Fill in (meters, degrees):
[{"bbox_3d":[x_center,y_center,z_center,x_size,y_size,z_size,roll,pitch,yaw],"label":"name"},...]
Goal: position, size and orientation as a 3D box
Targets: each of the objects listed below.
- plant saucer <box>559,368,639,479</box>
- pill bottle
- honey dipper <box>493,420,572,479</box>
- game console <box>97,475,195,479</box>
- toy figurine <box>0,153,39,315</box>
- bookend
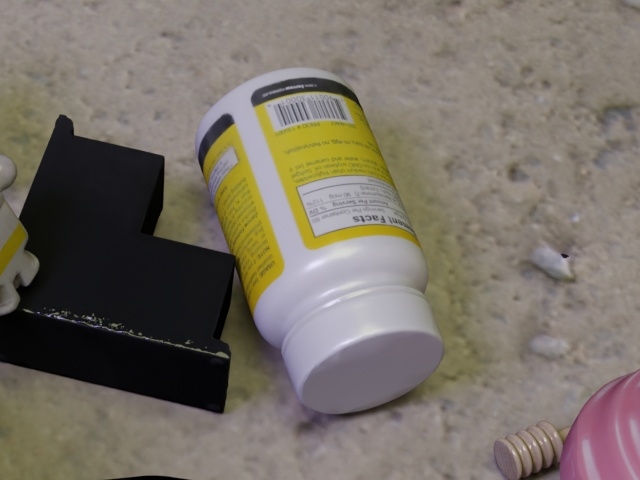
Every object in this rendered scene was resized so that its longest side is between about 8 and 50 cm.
[{"bbox_3d":[0.304,0.162,0.956,0.332,0.084,0.332,17,26,-9],"label":"plant saucer"},{"bbox_3d":[0.000,0.000,1.092,0.119,0.119,0.208,-11,58,-15],"label":"pill bottle"},{"bbox_3d":[0.187,0.116,1.094,0.160,0.030,0.030,-20,61,-23],"label":"honey dipper"},{"bbox_3d":[-0.090,0.298,0.924,0.213,0.044,0.361,0,55,-6],"label":"game console"},{"bbox_3d":[-0.292,-0.029,1.008,0.213,0.148,0.209,-25,48,-1],"label":"toy figurine"},{"bbox_3d":[-0.120,0.014,1.093,0.156,0.072,0.157,12,55,2],"label":"bookend"}]
